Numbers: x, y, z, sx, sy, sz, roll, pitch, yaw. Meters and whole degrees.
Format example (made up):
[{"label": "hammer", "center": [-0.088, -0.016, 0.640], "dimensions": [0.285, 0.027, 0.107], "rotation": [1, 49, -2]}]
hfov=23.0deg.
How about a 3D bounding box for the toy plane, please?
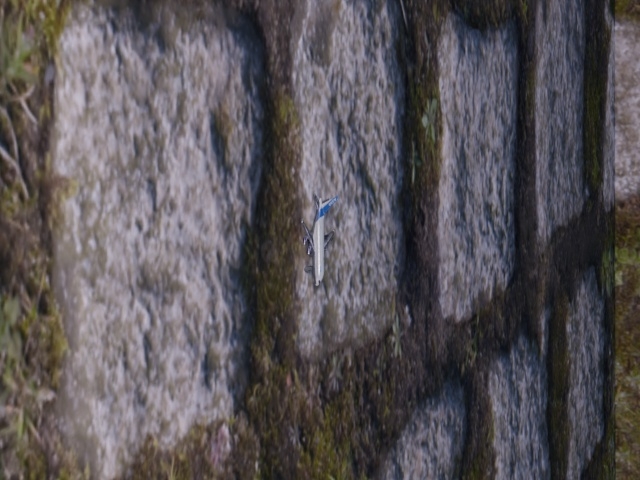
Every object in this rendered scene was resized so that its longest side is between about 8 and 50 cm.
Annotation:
[{"label": "toy plane", "center": [-0.002, -0.001, 1.439], "dimensions": [0.078, 0.024, 0.084], "rotation": [18, 82, -67]}]
